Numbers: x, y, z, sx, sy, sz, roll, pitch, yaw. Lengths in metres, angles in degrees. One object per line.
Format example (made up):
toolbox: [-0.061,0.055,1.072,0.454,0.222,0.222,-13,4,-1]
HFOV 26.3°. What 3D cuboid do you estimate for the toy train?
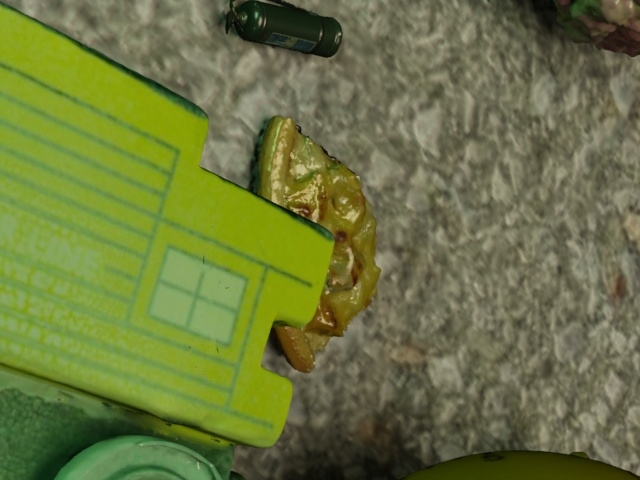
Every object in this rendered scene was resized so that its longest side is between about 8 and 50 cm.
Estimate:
toy train: [-0.185,0.022,0.617,0.442,0.179,0.272,25,74,-39]

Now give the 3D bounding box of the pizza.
pizza: [0.000,0.000,0.851,0.099,0.036,0.160,-11,104,-39]

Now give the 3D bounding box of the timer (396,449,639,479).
timer: [0.112,0.299,0.831,0.376,0.387,0.376,1,81,-4]

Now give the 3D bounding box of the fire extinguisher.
fire extinguisher: [-0.027,-0.130,0.817,0.083,0.025,0.038,4,57,-41]

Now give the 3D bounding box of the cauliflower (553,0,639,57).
cauliflower: [0.233,-0.253,0.934,0.256,0.239,0.315,24,47,-53]
